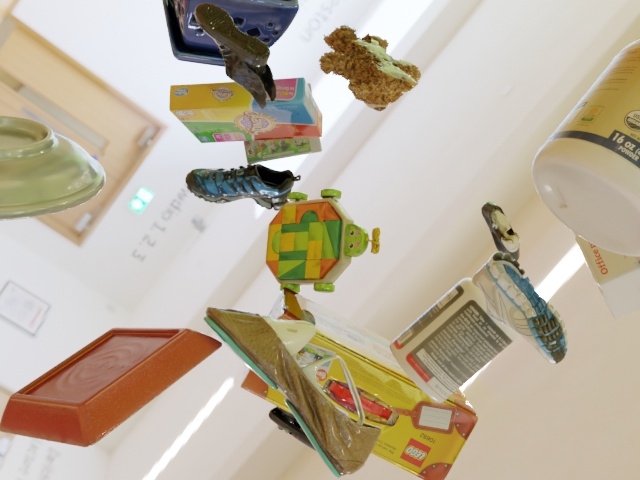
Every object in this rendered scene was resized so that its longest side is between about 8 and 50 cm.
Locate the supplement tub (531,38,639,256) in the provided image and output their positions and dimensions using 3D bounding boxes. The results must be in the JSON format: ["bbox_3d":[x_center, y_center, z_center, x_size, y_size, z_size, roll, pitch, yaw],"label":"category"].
[{"bbox_3d":[0.492,-0.159,1.265,0.316,0.228,0.228,-49,-165,-14],"label":"supplement tub"}]

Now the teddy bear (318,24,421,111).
[{"bbox_3d":[0.116,-0.419,2.067,0.338,0.245,0.113,52,-50,39],"label":"teddy bear"}]

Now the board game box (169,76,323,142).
[{"bbox_3d":[-0.170,-0.307,2.021,0.242,0.317,0.064,48,42,-74],"label":"board game box"}]

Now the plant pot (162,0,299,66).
[{"bbox_3d":[-0.206,-0.496,1.775,0.212,0.236,0.235,121,-38,-45],"label":"plant pot"}]

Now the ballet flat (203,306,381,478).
[{"bbox_3d":[-0.028,0.203,1.290,0.124,0.342,0.116,-41,-176,-9],"label":"ballet flat"}]

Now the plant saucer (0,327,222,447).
[{"bbox_3d":[-0.317,0.197,1.244,0.259,0.047,0.259,-5,-158,43],"label":"plant saucer"}]

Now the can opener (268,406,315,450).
[{"bbox_3d":[-0.042,0.439,1.954,0.059,0.186,0.073,-38,155,-35],"label":"can opener"}]

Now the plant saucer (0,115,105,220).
[{"bbox_3d":[-0.603,-0.155,1.566,0.400,0.401,0.100,-95,-168,-65],"label":"plant saucer"}]

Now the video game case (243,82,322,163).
[{"bbox_3d":[-0.116,-0.325,2.356,0.213,0.193,0.023,-10,-177,2],"label":"video game case"}]

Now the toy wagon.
[{"bbox_3d":[0.000,0.000,2.175,0.345,0.068,0.267,-3,-101,41],"label":"toy wagon"}]

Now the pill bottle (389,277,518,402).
[{"bbox_3d":[0.293,0.179,1.709,0.283,0.161,0.161,-42,-162,7],"label":"pill bottle"}]

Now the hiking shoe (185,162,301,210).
[{"bbox_3d":[-0.217,-0.173,2.339,0.132,0.304,0.113,119,-31,-47],"label":"hiking shoe"}]

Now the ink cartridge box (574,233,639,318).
[{"bbox_3d":[0.796,0.026,2.090,0.270,0.197,0.198,-25,-130,15],"label":"ink cartridge box"}]

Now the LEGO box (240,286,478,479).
[{"bbox_3d":[0.083,0.332,2.025,0.193,0.500,0.372,-62,-176,5],"label":"LEGO box"}]

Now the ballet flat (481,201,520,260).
[{"bbox_3d":[0.527,-0.021,2.431,0.074,0.203,0.074,-28,-167,7],"label":"ballet flat"}]

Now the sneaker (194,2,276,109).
[{"bbox_3d":[-0.134,-0.287,1.316,0.051,0.170,0.089,-45,168,-34],"label":"sneaker"}]

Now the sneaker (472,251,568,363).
[{"bbox_3d":[0.306,0.112,1.313,0.071,0.190,0.083,-23,165,-44],"label":"sneaker"}]
